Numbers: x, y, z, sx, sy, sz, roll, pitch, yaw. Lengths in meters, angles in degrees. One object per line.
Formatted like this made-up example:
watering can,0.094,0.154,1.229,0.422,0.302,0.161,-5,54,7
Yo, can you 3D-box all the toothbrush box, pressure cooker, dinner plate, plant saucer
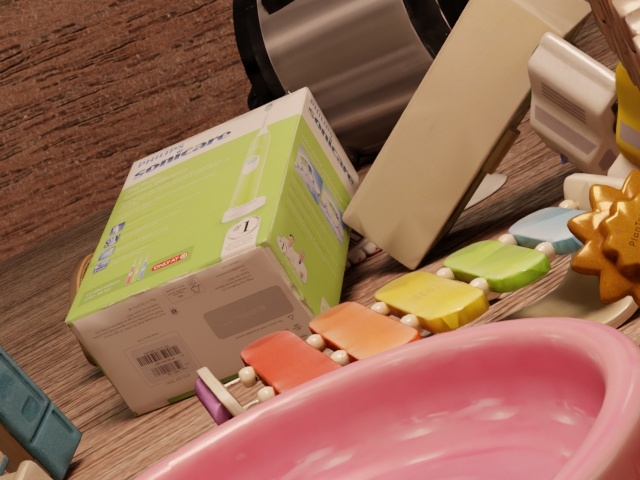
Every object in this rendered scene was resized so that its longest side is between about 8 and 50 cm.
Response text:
toothbrush box,-0.089,0.003,1.290,0.206,0.122,0.283,-22,29,19
pressure cooker,0.081,-0.306,1.970,0.420,0.376,0.369,-17,-7,40
dinner plate,0.131,-0.044,1.489,0.141,0.017,0.141,-24,12,5
plant saucer,0.007,0.147,0.642,0.332,0.084,0.332,-24,10,4

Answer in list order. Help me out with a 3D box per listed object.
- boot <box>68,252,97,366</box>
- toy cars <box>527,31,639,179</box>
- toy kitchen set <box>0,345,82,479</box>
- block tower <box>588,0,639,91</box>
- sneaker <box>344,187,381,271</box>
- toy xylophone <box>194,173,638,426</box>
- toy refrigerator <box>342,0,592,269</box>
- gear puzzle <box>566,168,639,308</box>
boot,-0.191,0.053,1.557,0.115,0.112,0.305,-12,11,14
toy cars,0.229,-0.074,1.041,0.087,0.176,0.394,-52,10,2
toy kitchen set,-0.215,0.175,1.050,0.166,0.122,0.207,-20,32,28
block tower,0.226,-0.076,0.734,0.091,0.097,0.335,-24,46,8
sneaker,0.000,0.000,1.411,0.170,0.075,0.063,-32,12,-30
toy xylophone,0.065,0.059,0.948,0.322,0.081,0.236,-28,10,-17
toy refrigerator,0.132,-0.109,1.253,0.270,0.094,0.102,-60,-10,31
gear puzzle,0.291,-0.067,0.801,0.338,0.175,0.044,-26,-21,-2
